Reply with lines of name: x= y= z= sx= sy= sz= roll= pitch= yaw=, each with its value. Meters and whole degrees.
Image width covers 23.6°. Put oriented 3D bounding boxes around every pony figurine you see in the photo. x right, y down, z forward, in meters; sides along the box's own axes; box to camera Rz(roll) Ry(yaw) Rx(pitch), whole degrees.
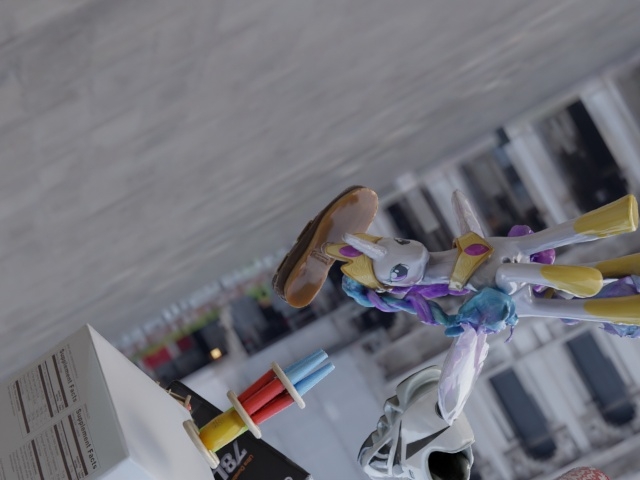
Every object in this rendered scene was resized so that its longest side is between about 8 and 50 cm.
pony figurine: x=0.221 y=0.050 z=1.868 sx=0.364 sy=0.302 sz=0.351 roll=-3 pitch=159 yaw=20

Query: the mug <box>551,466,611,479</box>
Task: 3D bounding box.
mug: x=0.364 y=0.381 z=2.117 sx=0.150 sy=0.113 sz=0.169 roll=15 pitch=-170 yaw=22

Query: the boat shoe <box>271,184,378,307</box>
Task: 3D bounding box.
boat shoe: x=0.000 y=0.000 z=2.234 sx=0.207 sy=0.073 sz=0.073 roll=-51 pitch=-150 yaw=-1

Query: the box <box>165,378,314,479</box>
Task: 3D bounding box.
box: x=-0.209 y=0.426 z=2.502 sx=0.295 sy=0.293 sz=0.073 roll=-52 pitch=157 yaw=-12

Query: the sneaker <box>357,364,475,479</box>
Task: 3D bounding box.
sneaker: x=0.146 y=0.317 z=2.223 sx=0.122 sy=0.146 sz=0.330 roll=-28 pitch=158 yaw=-19

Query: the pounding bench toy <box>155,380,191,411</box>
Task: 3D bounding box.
pounding bench toy: x=-0.239 y=0.270 z=2.322 sx=0.052 sy=0.065 sz=0.083 roll=-76 pitch=-168 yaw=-64

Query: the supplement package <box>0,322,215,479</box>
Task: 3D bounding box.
supplement package: x=-0.265 y=0.267 z=1.564 sx=0.263 sy=0.199 sz=0.198 roll=-35 pitch=-137 yaw=7

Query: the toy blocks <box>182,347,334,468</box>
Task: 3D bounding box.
toy blocks: x=-0.056 y=0.154 z=1.462 sx=0.148 sy=0.054 sz=0.123 roll=-34 pitch=177 yaw=-5
